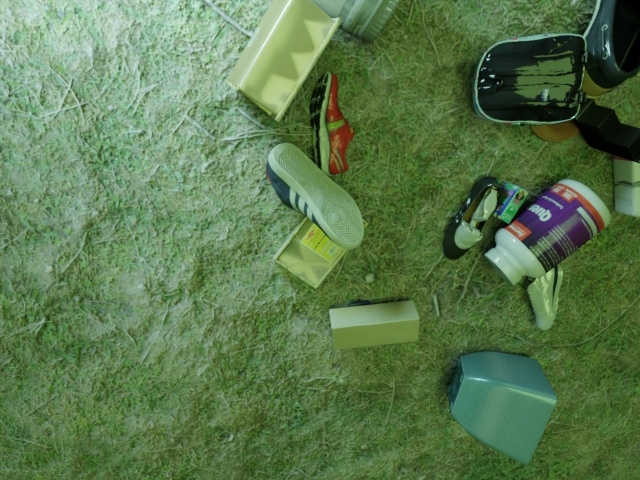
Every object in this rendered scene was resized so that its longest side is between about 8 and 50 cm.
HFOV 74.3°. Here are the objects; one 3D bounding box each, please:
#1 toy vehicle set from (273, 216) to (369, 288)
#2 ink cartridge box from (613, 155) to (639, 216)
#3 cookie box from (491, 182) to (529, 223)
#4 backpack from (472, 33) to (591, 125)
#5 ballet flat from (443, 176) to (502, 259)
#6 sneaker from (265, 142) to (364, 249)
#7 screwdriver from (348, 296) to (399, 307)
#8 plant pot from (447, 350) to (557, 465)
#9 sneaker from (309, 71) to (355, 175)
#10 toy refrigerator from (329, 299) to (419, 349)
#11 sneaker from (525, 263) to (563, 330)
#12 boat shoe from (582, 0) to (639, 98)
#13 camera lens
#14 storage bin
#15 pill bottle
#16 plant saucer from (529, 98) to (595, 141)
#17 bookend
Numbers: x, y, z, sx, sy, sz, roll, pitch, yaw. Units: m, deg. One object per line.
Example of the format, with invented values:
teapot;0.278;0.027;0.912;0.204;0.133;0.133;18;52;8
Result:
toy vehicle set;0.000;0.000;1.287;0.166;0.035;0.267;36;101;-12
ink cartridge box;0.973;-0.196;1.253;0.158;0.092;0.218;-13;104;1
cookie box;0.556;-0.112;1.256;0.040;0.092;0.107;26;103;-7
backpack;0.532;-0.416;1.110;0.253;0.191;0.225;0;107;10
ballet flat;0.454;-0.060;1.262;0.095;0.096;0.280;20;104;-9
sneaker;-0.022;-0.107;1.188;0.131;0.148;0.350;-39;89;-30
screwdriver;0.173;0.198;1.365;0.170;0.024;0.025;-6;136;-8
plant pot;0.555;0.501;1.360;0.252;0.248;0.247;17;105;9
sneaker;0.038;-0.322;1.180;0.118;0.107;0.279;-7;111;-18
toy refrigerator;0.166;0.264;1.336;0.269;0.094;0.102;-6;125;-1
sneaker;0.706;0.175;1.358;0.095;0.090;0.235;2;102;10
boat shoe;0.799;-0.611;1.072;0.187;0.156;0.500;22;91;-11
camera lens;0.066;-0.642;1.013;0.274;0.219;0.219;31;102;-11
storage bin;-0.109;-0.459;1.042;0.123;0.260;0.262;28;104;-28
pill bottle;0.651;-0.016;1.241;0.323;0.181;0.181;-41;104;8
plant saucer;0.696;-0.384;1.214;0.200;0.037;0.200;-1;105;-3
bookend;0.804;-0.302;1.155;0.157;0.156;0.072;30;103;-35
